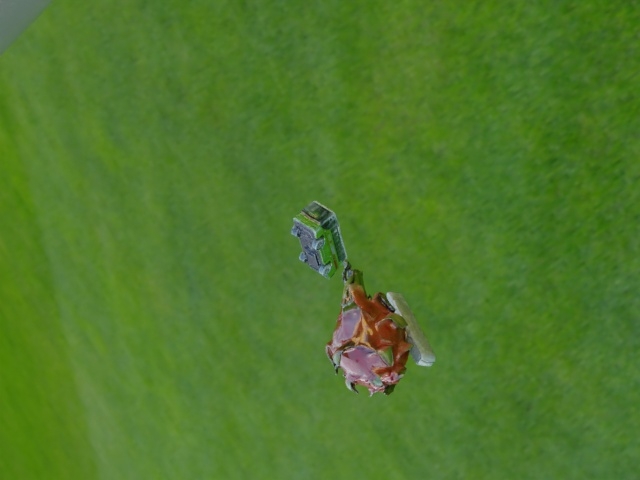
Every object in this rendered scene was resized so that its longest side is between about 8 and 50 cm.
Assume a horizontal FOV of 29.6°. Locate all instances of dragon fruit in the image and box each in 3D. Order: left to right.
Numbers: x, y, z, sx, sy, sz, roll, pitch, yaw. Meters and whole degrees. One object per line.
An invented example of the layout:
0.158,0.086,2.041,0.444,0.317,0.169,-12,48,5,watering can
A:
0.072,0.141,1.990,0.137,0.135,0.235,132,130,-76,dragon fruit

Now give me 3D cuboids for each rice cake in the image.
0.149,0.147,2.037,0.029,0.033,0.170,-64,31,31,rice cake

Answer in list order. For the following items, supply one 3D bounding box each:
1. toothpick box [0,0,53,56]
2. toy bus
-0.283,-0.192,0.793,0.316,0.229,0.229,-35,87,39,toothpick box
0.000,0.000,1.079,0.031,0.037,0.083,33,158,27,toy bus
